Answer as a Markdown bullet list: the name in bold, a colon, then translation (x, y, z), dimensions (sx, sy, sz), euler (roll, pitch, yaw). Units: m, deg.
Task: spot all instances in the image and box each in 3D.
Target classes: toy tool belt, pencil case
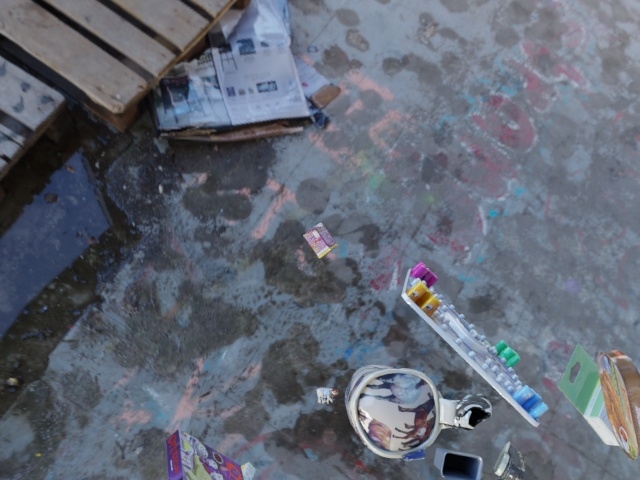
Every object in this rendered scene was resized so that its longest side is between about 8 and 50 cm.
- **toy tool belt**: translation (0.025, 0.531, 1.735), dimensions (0.052, 0.083, 0.051), euler (7, 80, -53)
- **pencil case**: translation (0.146, 0.347, 1.080), dimensions (0.183, 0.410, 0.160), euler (16, 78, 4)

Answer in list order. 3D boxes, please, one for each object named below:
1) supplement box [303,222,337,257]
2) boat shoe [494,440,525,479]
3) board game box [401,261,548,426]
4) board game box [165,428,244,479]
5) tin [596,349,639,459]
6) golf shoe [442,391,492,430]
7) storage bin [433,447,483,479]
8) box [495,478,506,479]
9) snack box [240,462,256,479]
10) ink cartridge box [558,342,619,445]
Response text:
- **supplement box**: translation (0.000, 0.000, 1.473), dimensions (0.083, 0.055, 0.043), euler (55, 39, 3)
- **boat shoe**: translation (0.537, 0.629, 1.437), dimensions (0.068, 0.228, 0.081), euler (27, 93, 23)
- **board game box**: translation (0.365, 0.221, 1.254), dimensions (0.390, 0.390, 0.050), euler (44, 102, 5)
- **board game box**: translation (-0.217, 0.559, 1.044), dimensions (0.056, 0.347, 0.208), euler (-40, 119, -1)
- **tin**: translation (0.527, 0.282, 0.883), dimensions (0.040, 0.106, 0.190), euler (-13, 96, 11)
- **golf shoe**: translation (0.355, 0.462, 1.348), dimensions (0.198, 0.094, 0.077), euler (-24, 96, 8)
- **storage bin**: translation (0.429, 0.712, 1.621), dimensions (0.135, 0.091, 0.098), euler (14, 81, -11)
- **box**: translation (0.546, 0.746, 1.492), dimensions (0.062, 0.052, 0.083), euler (11, 24, -38)
- **snack box**: translation (-0.257, 0.703, 1.455), dimensions (0.037, 0.141, 0.100), euler (49, 30, -9)
- **ink cartridge box**: translation (0.785, 0.429, 1.434), dimensions (0.235, 0.056, 0.171), euler (49, 60, -11)
